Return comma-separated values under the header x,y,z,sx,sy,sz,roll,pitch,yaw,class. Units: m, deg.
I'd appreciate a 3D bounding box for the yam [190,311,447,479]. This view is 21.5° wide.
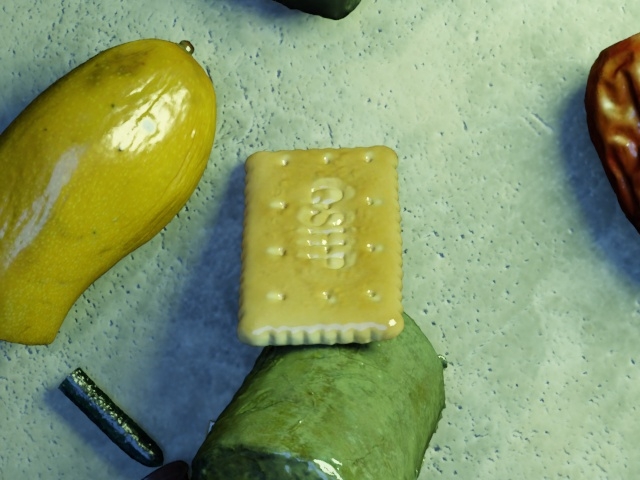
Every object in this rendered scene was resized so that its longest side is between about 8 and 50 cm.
x,y,z,sx,sy,sz,roll,pitch,yaw,class
-0.001,0.196,1.568,0.195,0.300,0.195,8,120,15,yam

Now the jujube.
x,y,z,sx,sy,sz,roll,pitch,yaw,class
0.352,-0.085,1.603,0.174,0.174,0.250,-28,90,4,jujube

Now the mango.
x,y,z,sx,sy,sz,roll,pitch,yaw,class
-0.237,-0.051,1.651,0.359,0.144,0.187,-48,123,-11,mango

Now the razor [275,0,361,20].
x,y,z,sx,sy,sz,roll,pitch,yaw,class
-0.080,-0.360,1.682,0.326,0.107,0.189,27,92,7,razor

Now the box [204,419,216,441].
x,y,z,sx,sy,sz,roll,pitch,yaw,class
-0.100,0.229,1.720,0.046,0.012,0.083,12,91,7,box

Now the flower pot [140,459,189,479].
x,y,z,sx,sy,sz,roll,pitch,yaw,class
-0.152,0.288,1.687,0.111,0.111,0.089,-36,100,4,flower pot

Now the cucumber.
x,y,z,sx,sy,sz,roll,pitch,yaw,class
-0.210,0.185,1.722,0.133,0.032,0.032,43,93,4,cucumber

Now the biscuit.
x,y,z,sx,sy,sz,roll,pitch,yaw,class
0.000,-0.001,1.630,0.160,0.030,0.250,-2,47,4,biscuit
